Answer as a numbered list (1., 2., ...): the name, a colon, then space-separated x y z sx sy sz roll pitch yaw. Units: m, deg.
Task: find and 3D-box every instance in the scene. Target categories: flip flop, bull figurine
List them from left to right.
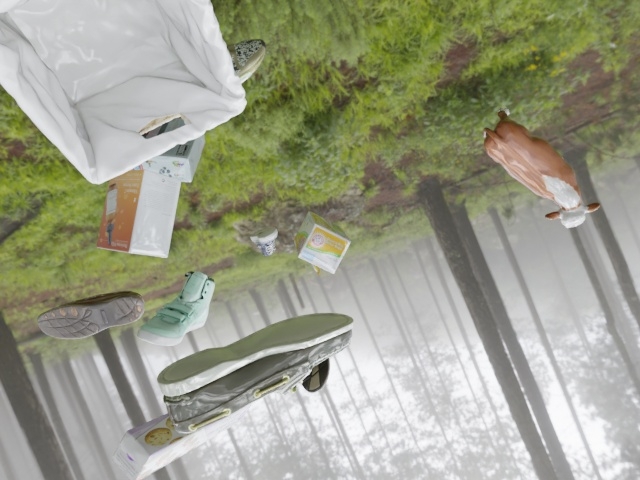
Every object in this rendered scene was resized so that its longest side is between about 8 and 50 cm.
1. flip flop: -0.022 0.381 1.471 0.112 0.080 0.277 -24 -138 9
2. bull figurine: 0.476 -0.163 0.962 0.101 0.310 0.188 -42 -165 31

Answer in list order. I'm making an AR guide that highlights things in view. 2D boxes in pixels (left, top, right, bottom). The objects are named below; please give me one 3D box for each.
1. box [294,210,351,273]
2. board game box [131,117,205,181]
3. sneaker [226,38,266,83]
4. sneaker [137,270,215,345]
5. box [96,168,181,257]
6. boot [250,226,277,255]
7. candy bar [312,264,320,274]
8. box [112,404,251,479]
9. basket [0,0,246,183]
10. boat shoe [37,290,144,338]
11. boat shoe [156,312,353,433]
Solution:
1. box: 0.000 0.000 1.236 0.103 0.114 0.203 -62 -167 9
2. board game box: -0.543 -0.298 1.387 0.304 0.097 0.224 4 -136 -3
3. sneaker: -0.377 -0.583 1.385 0.411 0.158 0.182 -17 152 0
4. sneaker: -0.328 0.145 1.013 0.094 0.151 0.256 18 -173 7
5. box: -0.384 -0.057 0.922 0.130 0.170 0.091 5 174 35
6. boot: -0.173 0.007 1.478 0.069 0.086 0.190 -37 -165 -18
7. candy bar: -0.042 0.057 1.617 0.018 0.161 0.040 -31 -174 -11
8. box: -0.250 0.362 0.857 0.063 0.067 0.324 -59 158 9
9. basket: -0.361 -0.340 0.755 0.328 0.266 0.331 -31 143 -11
10. boat shoe: -0.751 0.241 1.453 0.325 0.123 0.116 -7 -163 -13
11. boat shoe: -0.082 0.191 0.664 0.305 0.091 0.109 -16 -170 -24
